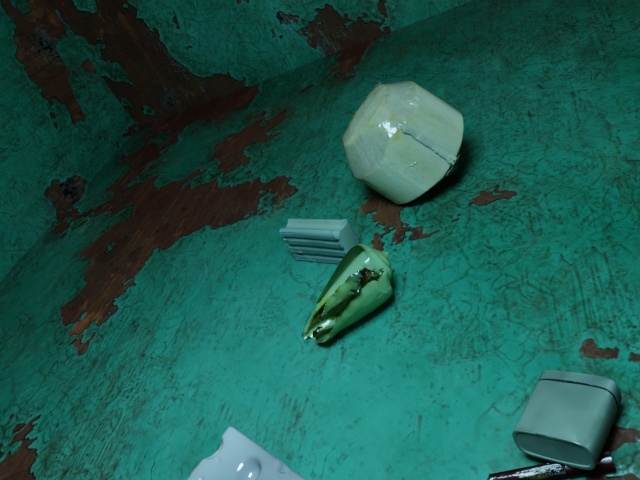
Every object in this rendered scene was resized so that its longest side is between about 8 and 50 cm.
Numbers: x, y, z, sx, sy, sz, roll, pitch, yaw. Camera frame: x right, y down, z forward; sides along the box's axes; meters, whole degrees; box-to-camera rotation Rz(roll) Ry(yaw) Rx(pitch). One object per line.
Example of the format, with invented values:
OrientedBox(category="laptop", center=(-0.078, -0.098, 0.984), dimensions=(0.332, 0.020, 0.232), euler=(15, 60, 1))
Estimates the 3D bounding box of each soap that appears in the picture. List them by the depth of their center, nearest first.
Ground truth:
OrientedBox(category="soap", center=(0.000, 0.000, 1.406), dimensions=(0.198, 0.114, 0.063), euler=(4, 46, 40))

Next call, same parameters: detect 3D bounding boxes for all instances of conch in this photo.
OrientedBox(category="conch", center=(0.063, 0.117, 1.175), dimensions=(0.250, 0.137, 0.143), euler=(-42, 35, -19))

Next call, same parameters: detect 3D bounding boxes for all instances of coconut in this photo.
OrientedBox(category="coconut", center=(0.225, -0.253, 1.437), dimensions=(0.323, 0.323, 0.323), euler=(-20, 34, 14))

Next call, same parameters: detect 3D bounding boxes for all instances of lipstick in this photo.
OrientedBox(category="lipstick", center=(0.327, 0.333, 0.781), dimensions=(0.177, 0.027, 0.027), euler=(-19, 34, 18))

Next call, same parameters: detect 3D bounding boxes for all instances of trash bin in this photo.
OrientedBox(category="trash bin", center=(0.362, 0.258, 0.798), dimensions=(0.116, 0.059, 0.130), euler=(-4, 30, 47))

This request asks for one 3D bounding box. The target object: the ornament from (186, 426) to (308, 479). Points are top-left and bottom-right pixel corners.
OrientedBox(category="ornament", center=(-0.075, 0.450, 0.732), dimensions=(0.239, 0.239, 0.239), euler=(13, 53, 47))
